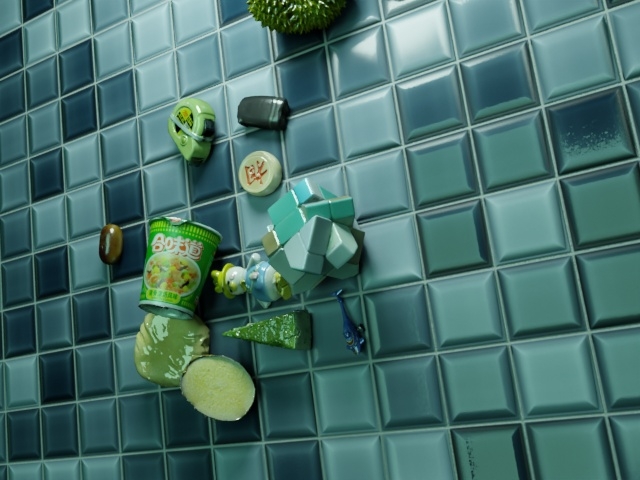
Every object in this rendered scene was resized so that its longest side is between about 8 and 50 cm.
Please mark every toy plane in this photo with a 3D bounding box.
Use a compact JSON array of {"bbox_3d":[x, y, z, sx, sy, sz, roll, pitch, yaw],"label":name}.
[{"bbox_3d":[0.065,0.200,1.613,0.054,0.062,0.167,-29,61,22],"label":"toy plane"}]

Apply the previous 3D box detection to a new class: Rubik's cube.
[{"bbox_3d":[0.000,0.000,1.587,0.265,0.224,0.213,-40,52,21],"label":"Rubik's cube"}]

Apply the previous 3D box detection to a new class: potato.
[{"bbox_3d":[-0.267,0.384,1.729,0.200,0.081,0.164,28,75,-2],"label":"potato"}]

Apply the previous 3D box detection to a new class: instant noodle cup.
[{"bbox_3d":[-0.384,0.078,1.757,0.206,0.207,0.233,1,69,29],"label":"instant noodle cup"}]

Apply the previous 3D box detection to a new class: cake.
[{"bbox_3d":[-0.134,0.249,1.689,0.235,0.100,0.099,-17,75,25],"label":"cake"}]

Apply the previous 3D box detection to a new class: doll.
[{"bbox_3d":[-0.179,0.107,1.736,0.240,0.135,0.099,-2,54,27],"label":"doll"}]

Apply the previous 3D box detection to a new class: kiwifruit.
[{"bbox_3d":[-0.631,0.012,2.006,0.075,0.075,0.125,-3,85,28],"label":"kiwifruit"}]

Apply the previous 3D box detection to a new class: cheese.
[{"bbox_3d":[-0.404,0.290,1.830,0.225,0.117,0.214,11,85,24],"label":"cheese"}]

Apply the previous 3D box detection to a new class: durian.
[{"bbox_3d":[-0.075,-0.660,1.716,0.290,0.224,0.292,0,92,-7],"label":"durian"}]

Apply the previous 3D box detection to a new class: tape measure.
[{"bbox_3d":[-0.363,-0.326,1.894,0.177,0.087,0.154,51,119,25],"label":"tape measure"}]

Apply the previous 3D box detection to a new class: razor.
[{"bbox_3d":[-0.158,-0.348,1.805,0.147,0.054,0.090,10,85,28],"label":"razor"}]

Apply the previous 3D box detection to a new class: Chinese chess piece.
[{"bbox_3d":[-0.162,-0.179,1.787,0.122,0.051,0.122,-4,81,28],"label":"Chinese chess piece"}]
